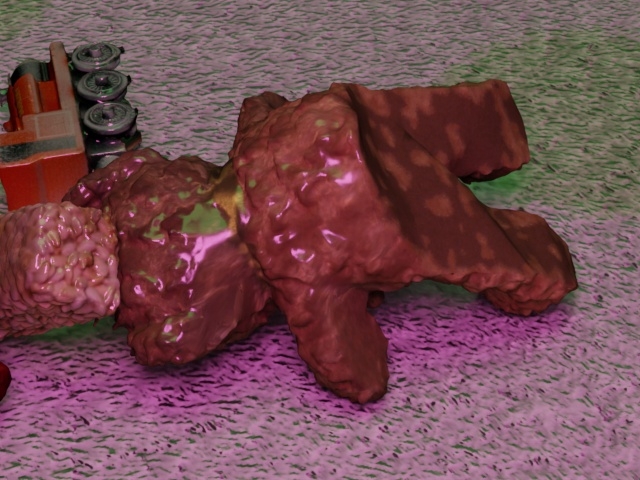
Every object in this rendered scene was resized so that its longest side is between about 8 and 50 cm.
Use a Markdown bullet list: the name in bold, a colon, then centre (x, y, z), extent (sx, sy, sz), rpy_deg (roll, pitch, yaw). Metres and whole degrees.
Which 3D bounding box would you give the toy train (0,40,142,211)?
- **toy train**: centre (-0.200, -0.092, 1.488), extent (0.118, 0.074, 0.176), rpy_deg (-10, 40, -9)

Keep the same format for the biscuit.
- **biscuit**: centre (-0.199, 0.022, 1.264), extent (0.070, 0.082, 0.168), rpy_deg (12, -14, -38)

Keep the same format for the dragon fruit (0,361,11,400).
- **dragon fruit**: centre (-0.359, 0.074, 1.127), extent (0.286, 0.228, 0.329), rpy_deg (21, 43, 27)

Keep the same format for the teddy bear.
- **teddy bear**: centre (0.006, 0.002, 1.318), extent (0.296, 0.222, 0.246), rpy_deg (8, 57, -47)
